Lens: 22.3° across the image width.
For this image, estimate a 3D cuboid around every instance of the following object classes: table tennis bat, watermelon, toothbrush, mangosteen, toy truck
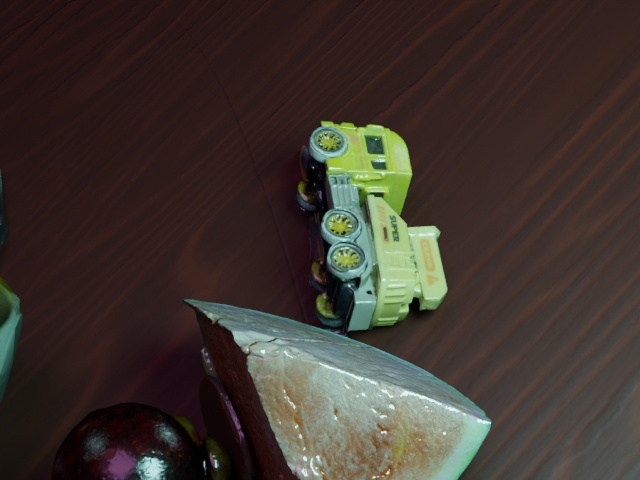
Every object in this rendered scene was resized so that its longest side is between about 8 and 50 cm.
[{"bbox_3d":[-0.093,0.264,1.852,0.022,0.131,0.234,-17,70,-20],"label":"table tennis bat"},{"bbox_3d":[-0.015,0.219,1.824,0.319,0.292,0.222,17,91,-13],"label":"watermelon"},{"bbox_3d":[-0.003,0.000,2.076,0.031,0.023,0.321,-11,53,0],"label":"toothbrush"},{"bbox_3d":[-0.204,0.277,1.824,0.210,0.210,0.210,-8,53,11],"label":"mangosteen"},{"bbox_3d":[0.064,-0.017,2.004,0.157,0.124,0.272,0,52,-12],"label":"toy truck"}]

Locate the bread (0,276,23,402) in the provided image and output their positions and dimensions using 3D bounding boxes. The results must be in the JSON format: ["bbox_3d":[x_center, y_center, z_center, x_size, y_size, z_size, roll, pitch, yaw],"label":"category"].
[{"bbox_3d":[-0.497,0.151,1.952,0.264,0.395,0.239,6,72,-9],"label":"bread"}]

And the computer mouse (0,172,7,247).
[{"bbox_3d":[-0.497,-0.057,2.211,0.071,0.126,0.231,-28,53,21],"label":"computer mouse"}]
